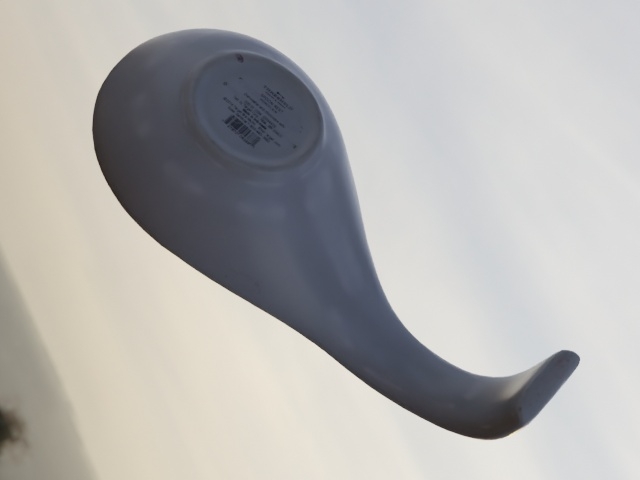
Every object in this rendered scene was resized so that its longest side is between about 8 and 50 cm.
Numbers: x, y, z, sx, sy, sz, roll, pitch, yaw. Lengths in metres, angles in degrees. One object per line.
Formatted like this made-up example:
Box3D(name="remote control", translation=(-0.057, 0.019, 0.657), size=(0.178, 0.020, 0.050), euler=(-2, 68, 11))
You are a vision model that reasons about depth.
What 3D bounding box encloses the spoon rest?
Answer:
Box3D(name="spoon rest", translation=(0.000, 0.000, 0.886), size=(0.276, 0.137, 0.084), euler=(43, -37, 7))
